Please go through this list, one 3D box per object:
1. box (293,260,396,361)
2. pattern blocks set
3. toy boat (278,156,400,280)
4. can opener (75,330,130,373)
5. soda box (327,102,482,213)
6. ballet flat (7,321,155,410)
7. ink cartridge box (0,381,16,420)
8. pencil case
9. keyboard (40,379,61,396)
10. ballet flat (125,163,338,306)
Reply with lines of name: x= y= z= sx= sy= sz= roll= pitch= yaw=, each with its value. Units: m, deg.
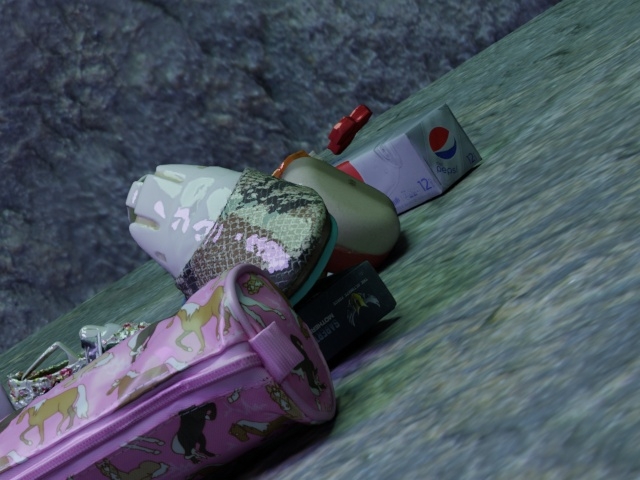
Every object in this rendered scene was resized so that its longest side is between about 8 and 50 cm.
box: x=-0.059 y=0.116 z=1.788 sx=0.232 sy=0.059 sz=0.183 roll=-36 pitch=6 yaw=-27
pattern blocks set: x=-0.067 y=-0.041 z=2.601 sx=0.325 sy=0.026 sz=0.285 roll=-40 pitch=-14 yaw=-39
toy boat: x=0.000 y=0.000 z=2.154 sx=0.151 sy=0.151 sz=0.231 roll=-62 pitch=3 yaw=8
can opener: x=-0.192 y=0.151 z=1.869 sx=0.095 sy=0.076 sz=0.283 roll=-8 pitch=-15 yaw=-6
soda box: x=0.069 y=-0.076 z=2.430 sx=0.286 sy=0.091 sz=0.098 roll=-25 pitch=11 yaw=49
ballet flat: x=-0.331 y=0.164 z=2.600 sx=0.241 sy=0.077 sz=0.091 roll=-32 pitch=6 yaw=4
ink cartridge box: x=-0.355 y=0.209 z=1.726 sx=0.189 sy=0.232 sz=0.066 roll=-34 pitch=-16 yaw=-9
pencil case: x=-0.173 y=0.166 z=1.571 sx=0.386 sy=0.160 sz=0.167 roll=-30 pitch=36 yaw=13
keyboard: x=-0.378 y=0.248 z=2.469 sx=0.100 sy=0.038 sz=0.192 roll=-55 pitch=1 yaw=19
ballet flat: x=-0.112 y=-0.004 z=1.873 sx=0.164 sy=0.182 sz=0.483 roll=-58 pitch=6 yaw=-6
